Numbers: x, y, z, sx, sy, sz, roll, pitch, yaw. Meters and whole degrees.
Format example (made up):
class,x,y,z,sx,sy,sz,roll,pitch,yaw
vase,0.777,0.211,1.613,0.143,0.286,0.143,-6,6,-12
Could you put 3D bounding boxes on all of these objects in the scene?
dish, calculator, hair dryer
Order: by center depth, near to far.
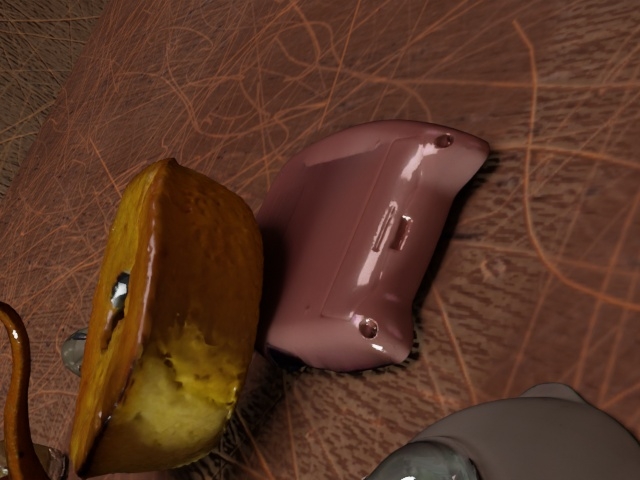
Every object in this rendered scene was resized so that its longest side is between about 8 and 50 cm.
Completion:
class,x,y,z,sx,sy,sz,roll,pitch,yaw
dish,0.062,0.169,0.444,0.224,0.078,0.246,-15,50,54
calculator,0.000,0.000,0.773,0.329,0.048,0.220,-2,64,64
hair dryer,-0.206,0.083,1.085,0.167,0.067,0.199,10,57,54

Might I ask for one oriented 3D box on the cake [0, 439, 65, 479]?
class,x,y,z,sx,sy,sz,roll,pitch,yaw
cake,-0.357,0.260,1.069,0.052,0.121,0.065,-56,33,24

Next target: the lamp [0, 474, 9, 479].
class,x,y,z,sx,sy,sz,roll,pitch,yaw
lamp,-0.325,0.302,1.004,0.101,0.090,0.101,167,90,-75

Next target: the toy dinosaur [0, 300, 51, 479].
class,x,y,z,sx,sy,sz,roll,pitch,yaw
toy dinosaur,-0.178,0.251,0.693,0.208,0.097,0.432,53,143,37

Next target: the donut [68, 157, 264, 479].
class,x,y,z,sx,sy,sz,roll,pitch,yaw
donut,-0.136,0.070,0.815,0.303,0.110,0.303,-167,90,-71
